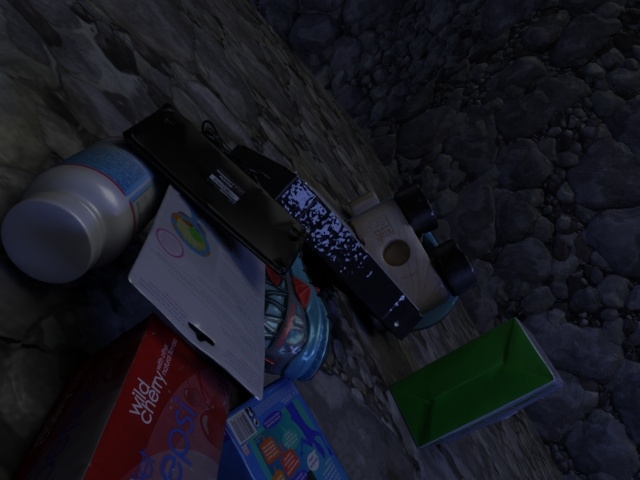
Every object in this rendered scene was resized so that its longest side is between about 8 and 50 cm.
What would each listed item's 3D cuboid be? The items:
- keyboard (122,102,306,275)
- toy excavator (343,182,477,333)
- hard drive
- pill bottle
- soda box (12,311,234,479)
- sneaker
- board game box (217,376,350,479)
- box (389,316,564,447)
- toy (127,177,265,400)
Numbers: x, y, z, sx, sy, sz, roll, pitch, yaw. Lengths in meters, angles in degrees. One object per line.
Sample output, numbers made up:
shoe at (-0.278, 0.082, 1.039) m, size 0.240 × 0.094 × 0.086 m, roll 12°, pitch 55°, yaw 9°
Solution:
keyboard at (-0.095, -0.048, 0.525) m, size 0.192 × 0.038 × 0.100 m, roll 43°, pitch 39°, yaw -9°
toy excavator at (0.160, 0.022, 1.282) m, size 0.433 × 0.222 × 0.445 m, roll 63°, pitch 3°, yaw 22°
hard drive at (0.000, 0.000, 0.857) m, size 0.339 × 0.064 × 0.237 m, roll 46°, pitch -6°, yaw -32°
pill bottle at (-0.190, -0.030, 0.456) m, size 0.087 × 0.087 × 0.160 m, roll 52°, pitch 16°, yaw -17°
soda box at (-0.121, 0.161, 0.294) m, size 0.092 × 0.083 × 0.263 m, roll 50°, pitch 16°, yaw -22°
sneaker at (-0.083, 0.039, 0.610) m, size 0.125 × 0.104 × 0.262 m, roll 17°, pitch 23°, yaw -34°
board game box at (-0.021, 0.242, 0.501) m, size 0.210 × 0.047 × 0.160 m, roll 59°, pitch 15°, yaw 10°
box at (0.302, 0.275, 1.018) m, size 0.231 × 0.262 × 0.127 m, roll 28°, pitch 32°, yaw -58°
toy at (-0.107, 0.026, 0.478) m, size 0.137 × 0.056 × 0.237 m, roll 49°, pitch 18°, yaw -25°
